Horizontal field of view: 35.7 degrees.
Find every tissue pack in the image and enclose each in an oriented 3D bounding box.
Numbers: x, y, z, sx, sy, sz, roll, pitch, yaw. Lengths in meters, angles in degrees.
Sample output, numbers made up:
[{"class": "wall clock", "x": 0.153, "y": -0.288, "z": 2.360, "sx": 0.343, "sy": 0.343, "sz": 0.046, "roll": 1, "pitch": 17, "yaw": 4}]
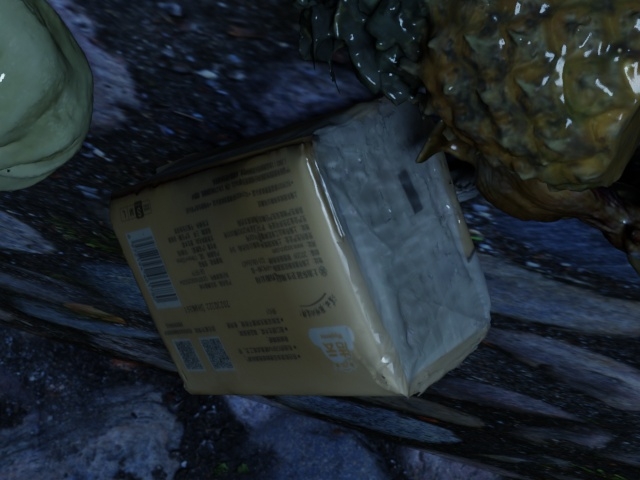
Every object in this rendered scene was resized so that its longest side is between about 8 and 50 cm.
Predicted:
[{"class": "tissue pack", "x": 0.000, "y": 0.000, "z": 0.865, "sx": 0.238, "sy": 0.238, "sz": 0.305, "roll": 27, "pitch": 158, "yaw": -33}]

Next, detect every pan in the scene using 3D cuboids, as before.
[{"class": "pan", "x": 0.237, "y": -0.047, "z": 0.777, "sx": 0.068, "sy": 0.023, "sz": 0.115, "roll": 18, "pitch": 164, "yaw": -7}]

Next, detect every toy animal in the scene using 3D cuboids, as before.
[{"class": "toy animal", "x": 0.166, "y": -0.044, "z": 0.705, "sx": 0.179, "sy": 0.089, "sz": 0.188, "roll": 35, "pitch": -171, "yaw": 7}]

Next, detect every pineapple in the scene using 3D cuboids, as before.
[{"class": "pineapple", "x": 0.059, "y": -0.120, "z": 0.524, "sx": 0.248, "sy": 0.128, "sz": 0.128, "roll": 25, "pitch": 165, "yaw": 16}]

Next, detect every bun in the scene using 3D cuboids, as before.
[{"class": "bun", "x": -0.301, "y": -0.128, "z": 0.765, "sx": 0.259, "sy": 0.160, "sz": 0.259, "roll": 14, "pitch": 159, "yaw": 6}]

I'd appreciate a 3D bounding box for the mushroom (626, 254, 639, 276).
[{"class": "mushroom", "x": 0.354, "y": 0.005, "z": 0.715, "sx": 0.118, "sy": 0.103, "sz": 0.270, "roll": 10, "pitch": 170, "yaw": -32}]
